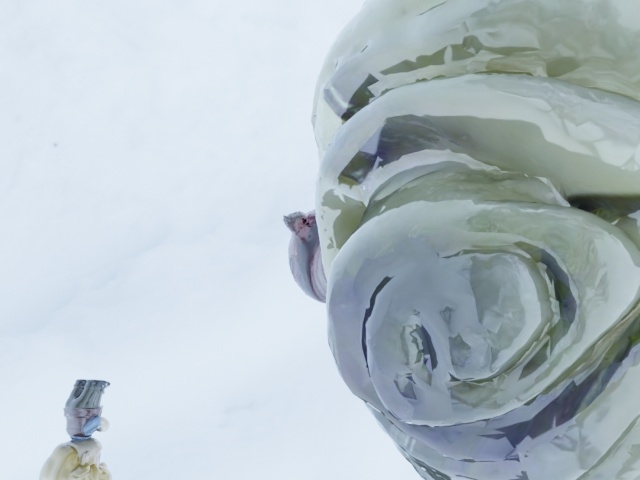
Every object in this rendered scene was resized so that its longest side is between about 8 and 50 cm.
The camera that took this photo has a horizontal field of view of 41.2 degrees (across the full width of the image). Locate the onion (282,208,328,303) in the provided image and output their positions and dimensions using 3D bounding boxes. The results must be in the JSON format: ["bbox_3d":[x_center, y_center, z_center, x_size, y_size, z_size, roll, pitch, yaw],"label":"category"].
[{"bbox_3d":[0.000,0.000,1.561,0.218,0.140,0.195,32,97,-35],"label":"onion"}]

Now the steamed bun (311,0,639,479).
[{"bbox_3d":[0.115,0.011,0.474,0.237,0.346,0.394,-25,75,-33],"label":"steamed bun"}]

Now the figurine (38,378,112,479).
[{"bbox_3d":[-0.371,0.316,1.325,0.108,0.114,0.196,30,62,-50],"label":"figurine"}]
